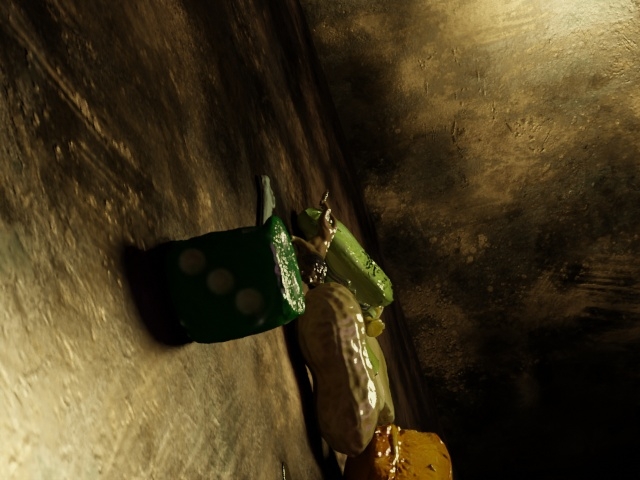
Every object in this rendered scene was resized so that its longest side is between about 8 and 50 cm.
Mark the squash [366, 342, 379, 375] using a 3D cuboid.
[{"bbox_3d":[0.037,0.189,1.764,0.095,0.095,0.188,-94,160,-55],"label":"squash"}]

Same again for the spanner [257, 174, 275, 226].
[{"bbox_3d":[-0.090,-0.016,1.548,0.302,0.017,0.071,-92,164,-58],"label":"spanner"}]

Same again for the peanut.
[{"bbox_3d":[0.027,0.210,1.553,0.136,0.120,0.298,14,58,-53],"label":"peanut"}]

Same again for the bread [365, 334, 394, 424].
[{"bbox_3d":[0.120,0.316,2.138,0.139,0.060,0.178,64,13,-45],"label":"bread"}]

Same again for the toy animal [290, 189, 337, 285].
[{"bbox_3d":[-0.016,-0.007,1.785,0.069,0.086,0.220,104,-1,-63],"label":"toy animal"}]

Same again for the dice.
[{"bbox_3d":[-0.093,0.044,1.041,0.131,0.128,0.120,-18,93,-83],"label":"dice"}]

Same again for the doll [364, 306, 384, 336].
[{"bbox_3d":[0.084,0.094,2.130,0.296,0.117,0.141,-95,169,-53],"label":"doll"}]

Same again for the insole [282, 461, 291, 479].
[{"bbox_3d":[-0.036,0.358,1.238,0.045,0.002,0.135,60,16,-56],"label":"insole"}]

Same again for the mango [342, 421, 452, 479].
[{"bbox_3d":[0.129,0.456,1.513,0.199,0.201,0.350,42,37,-41],"label":"mango"}]

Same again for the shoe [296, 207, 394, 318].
[{"bbox_3d":[0.038,0.051,1.905,0.262,0.128,0.140,44,3,-5],"label":"shoe"}]

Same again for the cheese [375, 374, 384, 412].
[{"bbox_3d":[0.085,0.303,1.926,0.227,0.064,0.137,-20,90,-83],"label":"cheese"}]
